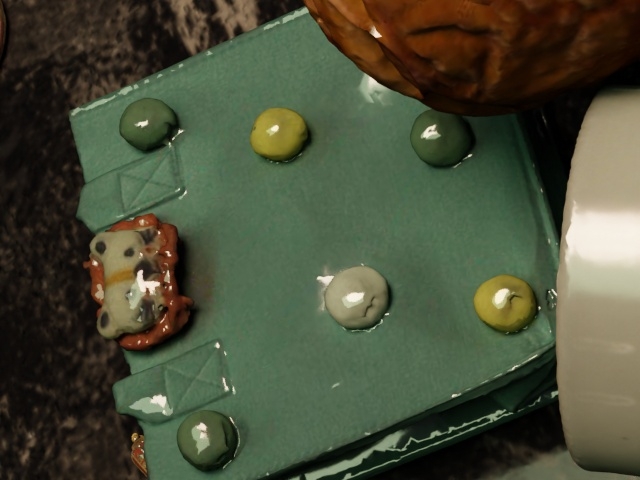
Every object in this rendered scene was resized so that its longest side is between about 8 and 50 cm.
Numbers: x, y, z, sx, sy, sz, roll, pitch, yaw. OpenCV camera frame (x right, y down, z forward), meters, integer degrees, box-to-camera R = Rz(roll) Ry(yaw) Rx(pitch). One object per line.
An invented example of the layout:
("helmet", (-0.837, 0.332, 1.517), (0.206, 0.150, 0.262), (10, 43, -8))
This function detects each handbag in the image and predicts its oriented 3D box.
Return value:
("handbag", (0.000, -0.002, 0.968), (0.274, 0.100, 0.269), (-20, 68, 13))

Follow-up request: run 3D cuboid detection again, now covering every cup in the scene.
("cup", (0.250, -0.004, 0.834), (0.234, 0.186, 0.258), (2, 49, 19))

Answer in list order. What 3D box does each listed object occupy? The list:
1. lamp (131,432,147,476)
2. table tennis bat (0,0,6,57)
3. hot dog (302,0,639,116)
("lamp", (-0.071, 0.140, 1.019), (0.083, 0.031, 0.063), (-8, 74, 21))
("table tennis bat", (-0.258, -0.157, 1.205), (0.138, 0.022, 0.246), (34, 94, 29))
("hot dog", (0.163, -0.199, 0.770), (0.387, 0.267, 0.174), (-23, 39, 14))
